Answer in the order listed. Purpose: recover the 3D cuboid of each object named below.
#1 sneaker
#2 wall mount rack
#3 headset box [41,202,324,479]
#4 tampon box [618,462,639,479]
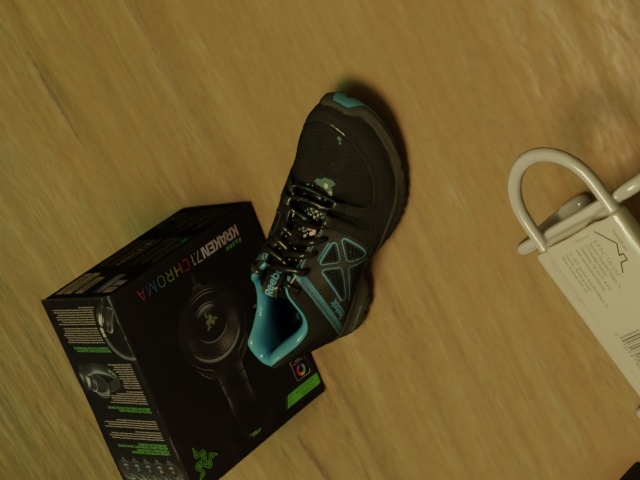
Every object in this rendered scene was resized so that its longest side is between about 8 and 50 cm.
[{"bbox_3d":[0.000,0.000,1.712,0.125,0.139,0.341,30,133,27],"label":"sneaker"},{"bbox_3d":[0.345,0.020,1.425,0.350,0.130,0.304,54,142,-2],"label":"wall mount rack"},{"bbox_3d":[-0.153,0.135,1.865,0.131,0.246,0.283,-3,114,45],"label":"headset box"},{"bbox_3d":[0.323,0.342,1.673,0.120,0.101,0.161,40,137,15],"label":"tampon box"}]
